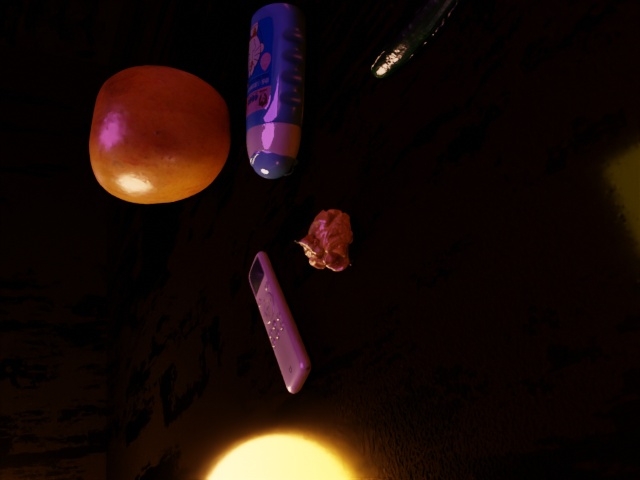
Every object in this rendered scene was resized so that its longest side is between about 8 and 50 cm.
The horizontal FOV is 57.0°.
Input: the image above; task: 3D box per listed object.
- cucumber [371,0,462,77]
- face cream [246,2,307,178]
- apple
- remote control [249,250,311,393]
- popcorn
[{"bbox_3d":[0.108,-0.232,0.652,0.184,0.033,0.036,-36,80,55],"label":"cucumber"},{"bbox_3d":[-0.072,-0.227,0.932,0.149,0.083,0.263,170,103,-64],"label":"face cream"},{"bbox_3d":[-0.334,-0.218,1.245,0.299,0.275,0.298,-179,90,-75],"label":"apple"},{"bbox_3d":[-0.073,0.120,0.933,0.067,0.029,0.261,-65,34,32],"label":"remote control"},{"bbox_3d":[0.000,0.000,0.766,0.084,0.084,0.084,-17,71,60],"label":"popcorn"}]
